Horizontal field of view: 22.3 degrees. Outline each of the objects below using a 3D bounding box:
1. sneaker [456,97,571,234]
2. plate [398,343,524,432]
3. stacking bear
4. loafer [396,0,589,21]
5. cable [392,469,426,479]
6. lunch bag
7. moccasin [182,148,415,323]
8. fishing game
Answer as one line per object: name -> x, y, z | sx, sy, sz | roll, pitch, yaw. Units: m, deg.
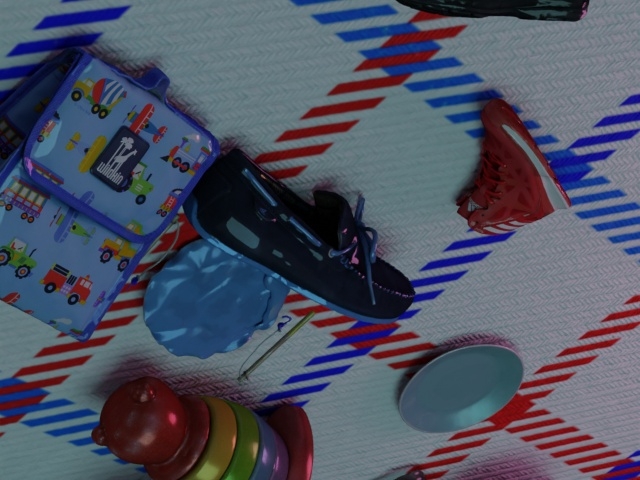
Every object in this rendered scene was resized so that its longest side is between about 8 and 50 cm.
sneaker -> 0.213, -0.072, 1.966 | 0.128, 0.087, 0.221 | -33, 136, 9
plate -> 0.196, 0.203, 2.289 | 0.188, 0.024, 0.188 | -12, 137, -12
stacking bear -> -0.162, 0.264, 2.103 | 0.175, 0.164, 0.289 | -42, 131, 20
loafer -> 0.185, -0.279, 1.757 | 0.223, 0.076, 0.078 | 0, 98, -15
cable -> 0.062, 0.419, 2.401 | 0.287, 0.072, 0.139 | -11, 138, -26
lunch bag -> -0.261, -0.070, 1.748 | 0.293, 0.138, 0.221 | -48, 133, 9
moccasin -> 0.000, 0.000, 1.908 | 0.342, 0.138, 0.117 | 25, 107, -41
fishing game -> -0.129, 0.063, 1.990 | 0.264, 0.041, 0.189 | 32, 107, -37
